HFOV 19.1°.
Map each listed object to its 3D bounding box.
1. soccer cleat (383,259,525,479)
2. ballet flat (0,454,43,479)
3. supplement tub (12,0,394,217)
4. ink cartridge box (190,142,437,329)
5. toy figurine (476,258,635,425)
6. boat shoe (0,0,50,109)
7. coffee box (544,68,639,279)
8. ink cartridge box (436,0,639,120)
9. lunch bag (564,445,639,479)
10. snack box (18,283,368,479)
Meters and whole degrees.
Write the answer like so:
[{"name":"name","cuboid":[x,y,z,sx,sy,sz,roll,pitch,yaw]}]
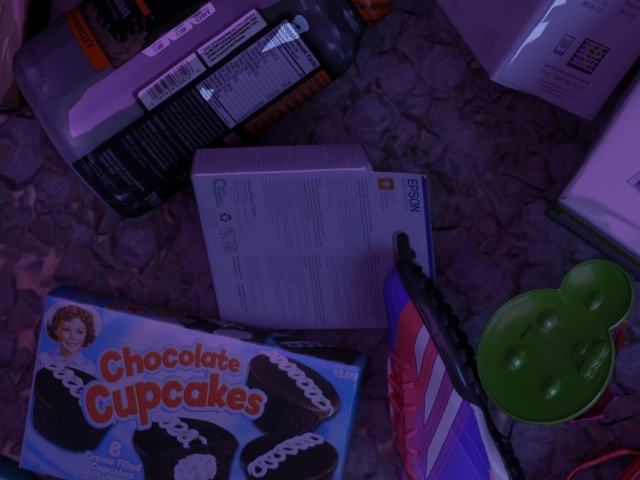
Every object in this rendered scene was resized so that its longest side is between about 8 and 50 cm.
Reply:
[{"name":"soccer cleat","cuboid":[0.109,0.172,1.822,0.116,0.108,0.318,-21,108,8]},{"name":"ballet flat","cuboid":[-0.294,0.266,1.923,0.203,0.074,0.074,19,91,4]},{"name":"supplement tub","cuboid":[-0.110,-0.192,1.843,0.338,0.207,0.207,-35,84,4]},{"name":"ink cartridge box","cuboid":[0.000,0.000,1.834,0.224,0.223,0.045,0,46,7]},{"name":"toy figurine","cuboid":[0.244,0.110,1.815,0.130,0.159,0.173,39,89,26]},{"name":"boat shoe","cuboid":[-0.333,-0.308,1.922,0.123,0.123,0.342,8,95,6]},{"name":"coffee box","cuboid":[0.434,-0.071,1.706,0.338,0.334,0.337,35,92,5]},{"name":"ink cartridge box","cuboid":[0.216,-0.312,1.719,0.130,0.309,0.272,18,119,-33]},{"name":"lunch bag","cuboid":[0.342,0.303,1.822,0.258,0.120,0.293,43,95,11]},{"name":"snack box","cuboid":[-0.128,0.169,1.889,0.322,0.060,0.187,12,103,8]}]
